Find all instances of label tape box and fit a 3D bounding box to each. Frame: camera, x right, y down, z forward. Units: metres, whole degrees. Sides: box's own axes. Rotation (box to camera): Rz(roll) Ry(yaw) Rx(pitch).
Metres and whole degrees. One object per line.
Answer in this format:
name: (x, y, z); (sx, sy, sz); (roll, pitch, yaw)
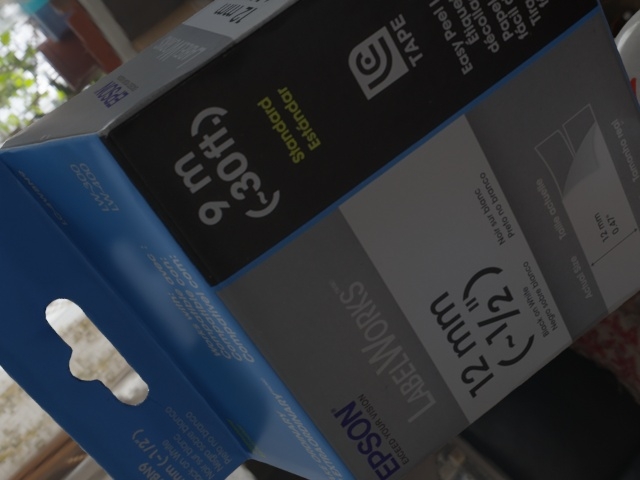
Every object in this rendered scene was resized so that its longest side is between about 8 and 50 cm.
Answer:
label tape box: (0.000, 0.000, 0.436); (0.249, 0.347, 0.115); (57, 170, -27)

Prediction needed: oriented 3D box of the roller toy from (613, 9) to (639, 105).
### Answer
roller toy: (0.354, -0.138, 0.768); (0.209, 0.191, 0.146); (52, -164, 7)
